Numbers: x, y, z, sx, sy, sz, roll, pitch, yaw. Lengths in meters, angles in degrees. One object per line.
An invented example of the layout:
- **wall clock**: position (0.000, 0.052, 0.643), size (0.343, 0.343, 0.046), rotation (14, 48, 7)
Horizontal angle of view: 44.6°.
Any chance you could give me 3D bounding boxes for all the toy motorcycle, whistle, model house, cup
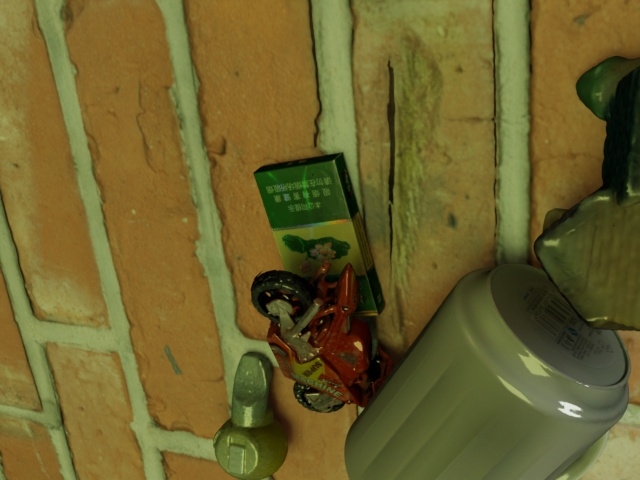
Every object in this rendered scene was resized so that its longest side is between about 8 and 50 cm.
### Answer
- **toy motorcycle**: position (0.009, 0.145, 1.092), size (0.171, 0.089, 0.298), rotation (0, 133, 21)
- **whistle**: position (-0.107, 0.290, 1.259), size (0.122, 0.123, 0.223), rotation (5, 94, 23)
- **model house**: position (0.373, -0.046, 0.802), size (0.284, 0.243, 0.299), rotation (8, 92, 49)
- **cup**: position (0.240, 0.221, 0.988), size (0.322, 0.237, 0.327), rotation (18, 124, -20)

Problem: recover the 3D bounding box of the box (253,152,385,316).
- **box**: position (0.000, 0.000, 1.092), size (0.132, 0.034, 0.235), rotation (-6, 112, 27)
